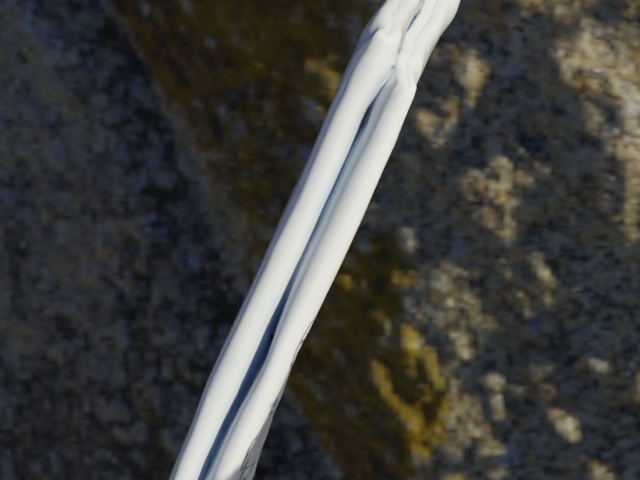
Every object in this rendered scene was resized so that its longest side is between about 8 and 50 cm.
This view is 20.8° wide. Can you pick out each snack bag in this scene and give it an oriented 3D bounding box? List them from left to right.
[{"bbox_3d":[0.000,0.000,0.880,0.037,0.342,0.323,24,113,1],"label":"snack bag"}]
